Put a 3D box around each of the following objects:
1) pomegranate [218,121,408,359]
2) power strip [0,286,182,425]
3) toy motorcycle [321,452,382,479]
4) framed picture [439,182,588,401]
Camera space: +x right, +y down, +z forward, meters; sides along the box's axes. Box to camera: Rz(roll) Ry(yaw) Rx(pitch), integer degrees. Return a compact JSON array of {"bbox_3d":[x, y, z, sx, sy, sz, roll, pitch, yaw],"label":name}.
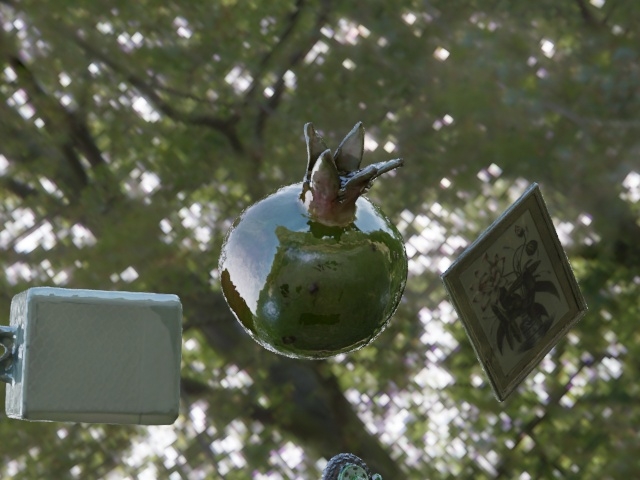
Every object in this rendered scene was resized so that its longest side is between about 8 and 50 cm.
[{"bbox_3d":[0.000,0.000,1.429,0.182,0.181,0.224,-9,-53,-31],"label":"pomegranate"},{"bbox_3d":[-0.269,0.121,1.610,0.224,0.140,0.139,4,-95,-19],"label":"power strip"},{"bbox_3d":[0.044,0.276,1.287,0.106,0.074,0.190,10,-110,-34],"label":"toy motorcycle"},{"bbox_3d":[0.235,0.065,1.828,0.173,0.010,0.231,-44,-48,-17],"label":"framed picture"}]
